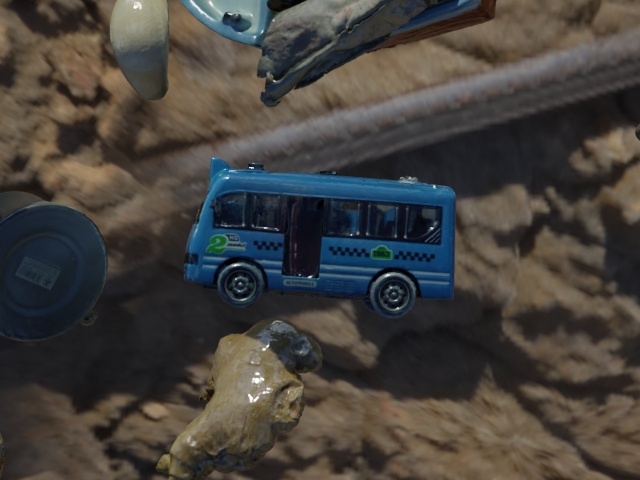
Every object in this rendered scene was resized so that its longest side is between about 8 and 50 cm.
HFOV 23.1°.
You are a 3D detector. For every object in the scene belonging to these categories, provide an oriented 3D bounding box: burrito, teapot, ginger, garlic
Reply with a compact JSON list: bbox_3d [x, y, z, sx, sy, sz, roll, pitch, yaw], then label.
[{"bbox_3d":[0.014,-0.151,1.093,0.149,0.041,0.055,-29,71,17],"label":"burrito"},{"bbox_3d":[-0.340,0.020,1.780,0.162,0.239,0.149,-50,38,-7],"label":"teapot"},{"bbox_3d":[-0.083,0.182,1.677,0.137,0.074,0.213,3,48,37],"label":"ginger"},{"bbox_3d":[-0.123,-0.136,1.081,0.041,0.053,0.083,-6,106,0],"label":"garlic"}]

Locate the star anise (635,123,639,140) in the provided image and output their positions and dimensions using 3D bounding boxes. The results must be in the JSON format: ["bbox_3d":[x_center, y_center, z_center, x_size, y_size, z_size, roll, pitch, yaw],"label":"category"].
[{"bbox_3d":[0.341,-0.061,1.035,0.257,0.111,0.198,-12,51,-35],"label":"star anise"}]

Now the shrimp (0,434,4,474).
[{"bbox_3d":[-0.393,0.251,1.395,0.152,0.063,0.287,31,93,-9],"label":"shrimp"}]

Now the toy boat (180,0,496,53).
[{"bbox_3d":[0.006,-0.257,1.511,0.331,0.133,0.145,-5,72,36],"label":"toy boat"}]

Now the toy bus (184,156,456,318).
[{"bbox_3d":[0.000,0.000,1.444,0.246,0.113,0.134,5,89,-4],"label":"toy bus"}]
